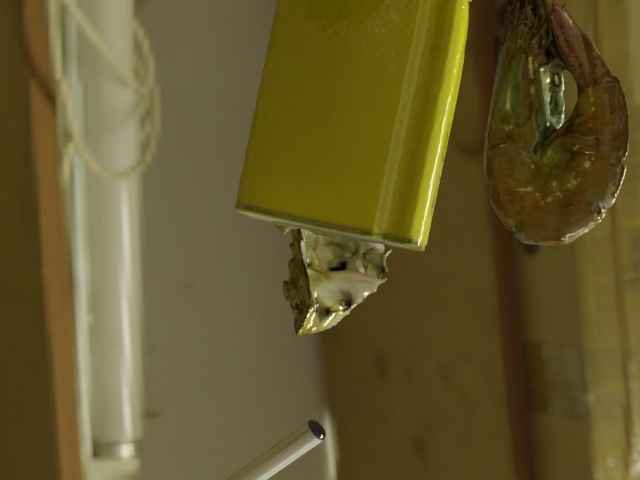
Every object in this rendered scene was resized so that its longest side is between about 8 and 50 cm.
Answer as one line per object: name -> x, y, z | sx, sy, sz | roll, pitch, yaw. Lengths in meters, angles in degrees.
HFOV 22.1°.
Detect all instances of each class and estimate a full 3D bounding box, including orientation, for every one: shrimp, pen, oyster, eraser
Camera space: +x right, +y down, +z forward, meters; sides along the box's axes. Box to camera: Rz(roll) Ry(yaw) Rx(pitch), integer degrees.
shrimp -> 0.205, -0.129, 1.451 | 0.145, 0.061, 0.267 | -10, -105, 42
pen -> -0.104, 0.298, 1.989 | 0.269, 0.033, 0.033 | -36, -130, 17
oyster -> 0.006, -0.002, 1.512 | 0.072, 0.133, 0.209 | -35, -122, 36
eraser -> 0.029, -0.109, 1.341 | 0.069, 0.158, 0.226 | 20, 82, -83
